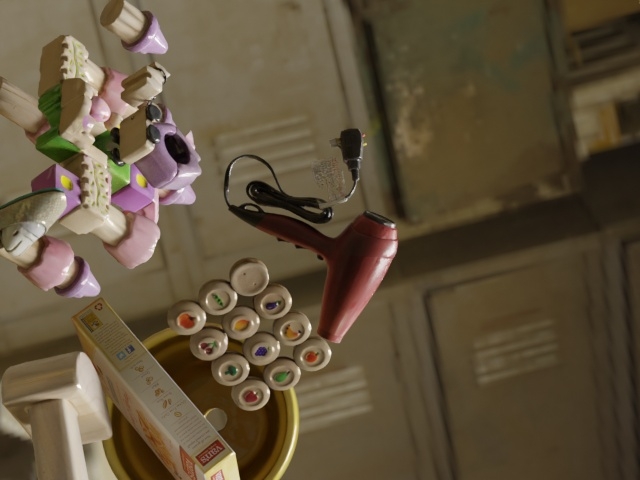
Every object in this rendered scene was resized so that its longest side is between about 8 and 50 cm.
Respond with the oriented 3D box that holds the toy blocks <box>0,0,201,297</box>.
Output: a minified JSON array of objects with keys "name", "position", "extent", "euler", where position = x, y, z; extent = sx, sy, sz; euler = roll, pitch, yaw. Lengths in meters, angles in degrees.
[{"name":"toy blocks","position":[-0.231,-0.096,1.980],"extent":[0.260,0.309,0.288],"euler":[34,39,-40]}]

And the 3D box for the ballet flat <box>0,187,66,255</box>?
[{"name":"ballet flat","position":[-0.319,0.001,1.590],"extent":[0.057,0.168,0.052],"euler":[38,33,-64]}]

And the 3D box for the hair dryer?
[{"name":"hair dryer","position":[0.000,0.000,2.279],"extent":[0.080,0.224,0.293],"euler":[-2,76,-69]}]

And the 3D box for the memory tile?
[{"name":"memory tile","position":[-0.067,0.092,1.555],"extent":[0.148,0.113,0.012],"euler":[53,10,-27]}]

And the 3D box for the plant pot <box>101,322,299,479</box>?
[{"name":"plant pot","position":[-0.151,0.243,2.163],"extent":[0.239,0.254,0.254],"euler":[74,2,-83]}]

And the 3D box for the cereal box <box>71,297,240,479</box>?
[{"name":"cereal box","position":[-0.175,0.191,1.758],"extent":[0.240,0.047,0.173],"euler":[47,-19,25]}]

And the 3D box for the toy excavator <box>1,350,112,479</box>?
[{"name":"toy excavator","position":[-0.202,0.388,1.561],"extent":[0.433,0.222,0.445],"euler":[-100,177,-54]}]
